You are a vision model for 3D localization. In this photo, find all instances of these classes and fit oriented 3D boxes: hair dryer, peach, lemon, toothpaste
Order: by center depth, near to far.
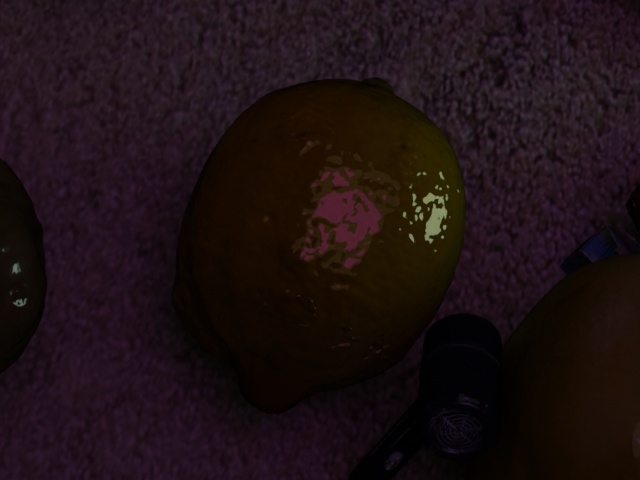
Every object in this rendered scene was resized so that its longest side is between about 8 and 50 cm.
[{"bbox_3d":[0.284,0.177,1.470,0.282,0.314,0.315,29,38,-9],"label":"peach"},{"bbox_3d":[0.080,0.171,1.483,0.071,0.219,0.124,31,34,-13],"label":"hair dryer"},{"bbox_3d":[0.000,0.000,1.494,0.245,0.245,0.319,24,74,-6],"label":"lemon"},{"bbox_3d":[0.324,0.072,1.647,0.044,0.070,0.193,-41,86,-25],"label":"toothpaste"}]

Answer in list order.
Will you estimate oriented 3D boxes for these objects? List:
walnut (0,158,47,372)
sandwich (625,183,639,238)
[{"bbox_3d":[-0.361,0.027,1.389,0.283,0.227,0.282,-11,119,-21],"label":"walnut"},{"bbox_3d":[0.468,0.010,1.658,0.301,0.099,0.271,-25,80,-36],"label":"sandwich"}]
